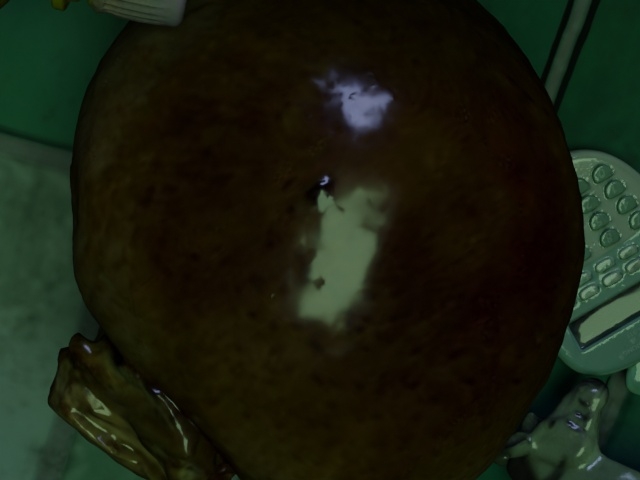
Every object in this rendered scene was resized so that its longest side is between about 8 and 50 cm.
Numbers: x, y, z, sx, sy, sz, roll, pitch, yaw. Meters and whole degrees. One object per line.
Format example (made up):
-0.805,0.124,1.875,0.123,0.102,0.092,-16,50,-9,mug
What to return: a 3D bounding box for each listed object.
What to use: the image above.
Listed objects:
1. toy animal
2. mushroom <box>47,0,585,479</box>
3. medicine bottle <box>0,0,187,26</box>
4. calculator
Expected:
0.199,0.180,0.745,0.176,0.073,0.217,0,128,24,toy animal
-0.001,0.009,0.611,0.263,0.195,0.283,36,98,-22,mushroom
-0.153,-0.140,0.522,0.212,0.122,0.122,11,104,-8,medicine bottle
0.160,0.021,0.726,0.095,0.021,0.153,-31,107,2,calculator
